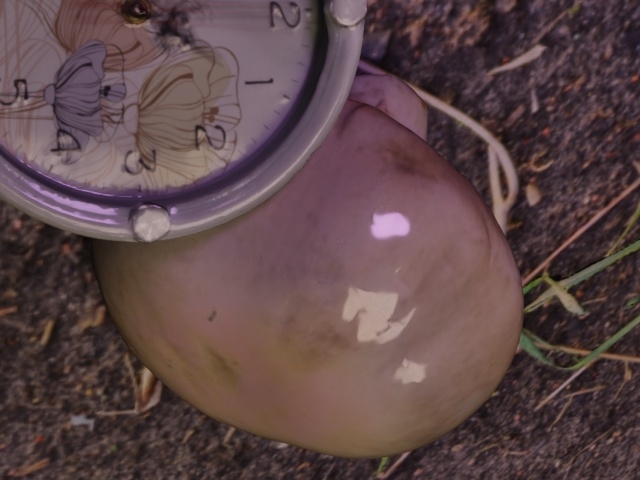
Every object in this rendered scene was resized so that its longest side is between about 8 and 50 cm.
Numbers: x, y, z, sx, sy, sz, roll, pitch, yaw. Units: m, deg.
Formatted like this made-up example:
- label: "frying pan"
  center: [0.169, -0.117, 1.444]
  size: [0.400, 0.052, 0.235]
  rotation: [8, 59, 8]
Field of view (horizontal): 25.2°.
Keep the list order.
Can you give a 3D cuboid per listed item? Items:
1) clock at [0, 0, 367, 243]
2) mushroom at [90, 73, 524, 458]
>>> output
- label: "clock"
  center: [-0.096, -0.118, 0.737]
  size: [0.236, 0.053, 0.237]
  rotation: [-3, 101, -15]
- label: "mushroom"
  center: [0.000, 0.000, 0.877]
  size: [0.260, 0.234, 0.254]
  rotation: [43, 142, -19]
